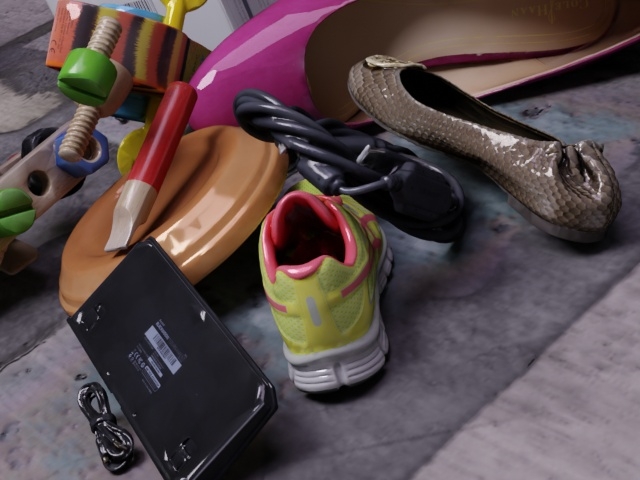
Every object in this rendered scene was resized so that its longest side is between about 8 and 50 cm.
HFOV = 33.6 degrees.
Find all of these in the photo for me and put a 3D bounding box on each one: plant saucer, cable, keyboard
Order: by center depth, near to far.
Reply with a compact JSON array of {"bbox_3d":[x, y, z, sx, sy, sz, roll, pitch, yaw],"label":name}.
[{"bbox_3d":[-0.099,0.080,0.628,0.108,0.023,0.180,-47,43,1],"label":"keyboard"},{"bbox_3d":[0.022,-0.048,0.696,0.150,0.047,0.184,29,11,29],"label":"cable"},{"bbox_3d":[-0.115,-0.020,0.772,0.200,0.037,0.200,-28,28,17],"label":"plant saucer"}]

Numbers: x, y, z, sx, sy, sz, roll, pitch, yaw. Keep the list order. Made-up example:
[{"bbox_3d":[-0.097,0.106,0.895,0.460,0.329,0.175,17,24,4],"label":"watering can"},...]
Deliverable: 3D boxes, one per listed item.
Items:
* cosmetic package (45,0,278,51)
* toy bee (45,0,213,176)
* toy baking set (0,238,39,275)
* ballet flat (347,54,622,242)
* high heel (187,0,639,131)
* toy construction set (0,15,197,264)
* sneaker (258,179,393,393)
[{"bbox_3d":[-0.141,-0.293,1.163,0.224,0.138,0.225,-4,34,34],"label":"cosmetic package"},{"bbox_3d":[-0.124,-0.157,0.937,0.162,0.195,0.298,10,22,1],"label":"toy bee"},{"bbox_3d":[-0.351,0.040,0.870,0.256,0.030,0.197,-22,33,-6],"label":"toy baking set"},{"bbox_3d":[0.107,-0.080,0.723,0.084,0.058,0.250,-10,35,-33],"label":"ballet flat"},{"bbox_3d":[0.081,-0.154,0.838,0.377,0.127,0.181,-24,23,-14],"label":"high heel"},{"bbox_3d":[-0.265,-0.032,0.746,0.309,0.257,0.237,5,59,21],"label":"toy construction set"},{"bbox_3d":[0.000,0.000,0.671,0.081,0.094,0.208,-18,29,4],"label":"sneaker"}]
